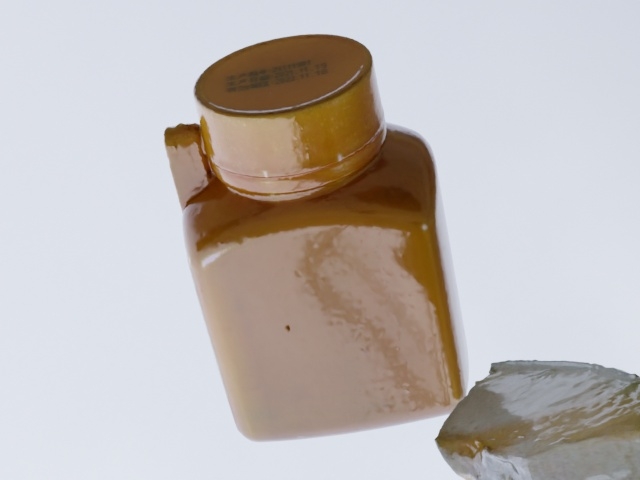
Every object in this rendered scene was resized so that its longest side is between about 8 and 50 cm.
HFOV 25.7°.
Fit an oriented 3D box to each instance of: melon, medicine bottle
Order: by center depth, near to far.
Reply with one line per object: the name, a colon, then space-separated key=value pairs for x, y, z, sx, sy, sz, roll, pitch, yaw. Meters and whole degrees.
melon: x=0.140 y=0.127 z=0.694 sx=0.093 sy=0.139 sz=0.202 roll=-12 pitch=-119 yaw=-36
medicine bottle: x=0.000 y=0.000 z=0.825 sx=0.149 sy=0.222 sz=0.112 roll=-9 pitch=-149 yaw=5
